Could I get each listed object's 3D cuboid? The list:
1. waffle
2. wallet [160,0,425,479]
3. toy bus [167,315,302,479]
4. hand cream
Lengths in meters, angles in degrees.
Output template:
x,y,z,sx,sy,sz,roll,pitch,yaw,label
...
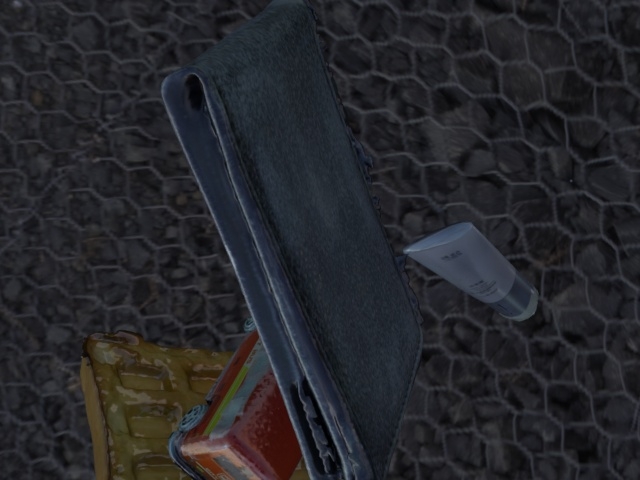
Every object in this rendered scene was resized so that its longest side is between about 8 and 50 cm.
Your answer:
x,y,z,sx,sy,sz,roll,pitch,yaw,label
-0.148,0.270,1.329,0.077,0.304,0.348,-61,34,35,waffle
-0.002,0.001,0.517,0.036,0.167,0.222,-14,110,21,wallet
-0.048,0.167,1.189,0.121,0.265,0.120,47,138,-16,toy bus
0.177,0.036,1.170,0.079,0.255,0.048,-27,58,20,hand cream
